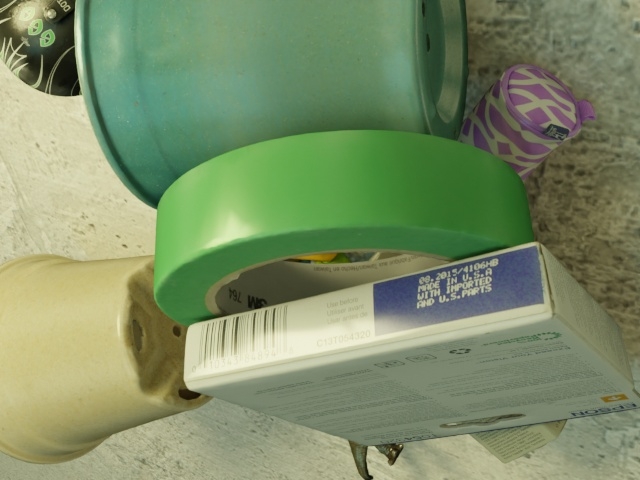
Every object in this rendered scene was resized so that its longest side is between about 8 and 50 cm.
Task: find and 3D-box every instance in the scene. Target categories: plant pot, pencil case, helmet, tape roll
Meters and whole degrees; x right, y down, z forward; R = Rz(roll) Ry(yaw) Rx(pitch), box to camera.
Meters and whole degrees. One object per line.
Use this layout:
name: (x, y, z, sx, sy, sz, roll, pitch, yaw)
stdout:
plant pot: (-0.310, 0.153, 1.183, 0.305, 0.334, 0.334, -15, 116, 34)
pencil case: (0.158, -0.071, 0.735, 0.088, 0.086, 0.206, 8, 148, -20)
plant pot: (-0.016, -0.157, 0.668, 0.255, 0.272, 0.272, 1, 128, 22)
helmet: (-0.285, -0.241, 0.893, 0.161, 0.169, 0.169, -31, 105, 33)
tape roll: (0.020, 0.016, 0.685, 0.321, 0.077, 0.321, -3, 159, -1)

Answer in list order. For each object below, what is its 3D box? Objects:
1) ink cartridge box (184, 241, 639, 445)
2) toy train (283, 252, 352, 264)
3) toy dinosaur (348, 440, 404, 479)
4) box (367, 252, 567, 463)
ink cartridge box: (0.103, 0.117, 0.739, 0.324, 0.071, 0.330, -16, 153, 27)
toy train: (0.000, 0.000, 0.924, 0.248, 0.105, 0.143, 3, 138, 38)
toy dinosaur: (0.051, 0.208, 1.086, 0.160, 0.121, 0.314, 32, 155, 39)
box: (0.151, 0.122, 0.909, 0.275, 0.094, 0.113, 41, 141, 1)
